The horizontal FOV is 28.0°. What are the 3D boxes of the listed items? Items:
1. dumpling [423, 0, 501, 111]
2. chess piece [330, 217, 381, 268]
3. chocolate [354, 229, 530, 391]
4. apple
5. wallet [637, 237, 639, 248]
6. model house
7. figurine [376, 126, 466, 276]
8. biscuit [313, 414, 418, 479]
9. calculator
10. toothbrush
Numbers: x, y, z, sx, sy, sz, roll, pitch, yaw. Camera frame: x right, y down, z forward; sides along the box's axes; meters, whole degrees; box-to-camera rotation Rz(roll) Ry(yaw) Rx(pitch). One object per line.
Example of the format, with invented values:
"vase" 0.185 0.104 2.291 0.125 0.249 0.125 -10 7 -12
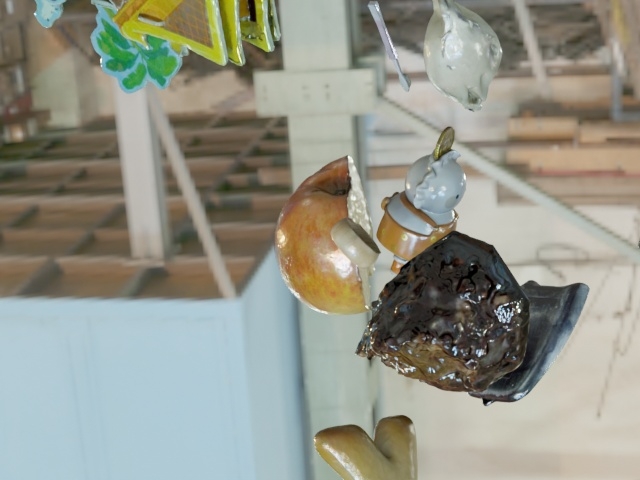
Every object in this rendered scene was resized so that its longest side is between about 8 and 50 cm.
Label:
"dumpling" 0.235 -0.345 2.243 0.142 0.247 0.172 -21 -140 -6
"chess piece" 0.053 0.004 1.937 0.038 0.083 0.084 -43 -168 14
"chocolate" 0.142 0.131 1.707 0.177 0.206 0.224 -28 173 -43
"apple" 0.000 0.000 2.296 0.163 0.251 0.293 -11 -155 8
"wallet" 0.540 -0.127 1.975 0.030 0.285 0.146 19 -134 12
"model house" -0.226 -0.320 1.655 0.357 0.313 0.242 -36 179 35
"figurine" 0.169 -0.063 2.110 0.143 0.271 0.143 1 -158 -1
"biscuit" 0.084 0.298 1.432 0.047 0.208 0.164 -30 163 34
"calculator" 0.344 0.172 2.185 0.177 0.040 0.268 -1 -129 54
"toothbrush" 0.113 -0.309 2.062 0.014 0.194 0.017 8 -122 30
